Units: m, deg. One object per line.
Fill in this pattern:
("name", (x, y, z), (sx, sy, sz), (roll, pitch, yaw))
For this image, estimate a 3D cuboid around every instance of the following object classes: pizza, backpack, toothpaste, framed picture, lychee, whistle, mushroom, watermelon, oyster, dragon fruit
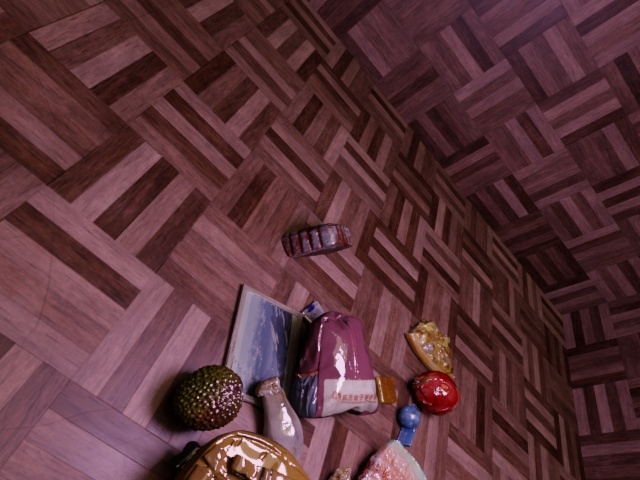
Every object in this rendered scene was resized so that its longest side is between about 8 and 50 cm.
("pizza", (0.500, 0.460, 1.961), (0.323, 0.089, 0.223), (48, 42, -16))
("backpack", (-0.174, 0.609, 1.006), (0.378, 0.201, 0.353), (58, 39, -7))
("toothpaste", (0.051, 0.360, 1.536), (0.323, 0.066, 0.100), (56, 39, 2))
("framed picture", (-0.168, 0.324, 1.342), (0.247, 0.022, 0.335), (33, 46, -30))
("lychee", (-0.275, 0.381, 1.083), (0.171, 0.171, 0.171), (27, 49, -36))
("whistle", (0.319, 0.658, 1.627), (0.090, 0.090, 0.158), (53, 39, -9))
("backpack", (0.040, 0.381, 1.389), (0.283, 0.197, 0.317), (14, 67, -41))
("mushroom", (-0.109, 0.490, 1.228), (0.116, 0.093, 0.225), (-6, 90, -35))
("watermelon", (0.196, 0.762, 1.380), (0.257, 0.139, 0.193), (-13, 57, -46))
("oyster", (0.078, 0.750, 1.240), (0.107, 0.161, 0.232), (-12, 36, -14))
("dragon fruit", (0.451, 0.596, 1.747), (0.209, 0.172, 0.172), (46, 39, -31))

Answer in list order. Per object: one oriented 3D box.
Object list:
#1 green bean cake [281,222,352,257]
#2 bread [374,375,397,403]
("green bean cake", (0.000, 0.000, 1.654), (0.233, 0.199, 0.097), (2, 73, -65))
("bread", (0.237, 0.549, 1.643), (0.090, 0.035, 0.094), (18, 55, -41))
